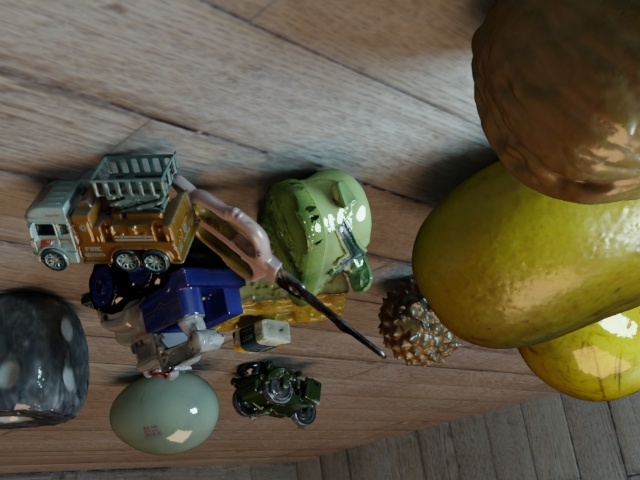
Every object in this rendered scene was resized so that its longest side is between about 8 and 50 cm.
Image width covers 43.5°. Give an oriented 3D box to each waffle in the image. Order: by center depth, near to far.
[{"bbox_3d":[-0.094,0.099,1.318,0.274,0.057,0.168,-6,159,-6],"label":"waffle"}]

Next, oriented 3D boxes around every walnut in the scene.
[{"bbox_3d":[0.227,-0.127,0.655,0.213,0.213,0.213,-7,159,-3],"label":"walnut"}]

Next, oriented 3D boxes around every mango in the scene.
[{"bbox_3d":[0.328,-0.019,0.981,0.445,0.221,0.301,-28,147,21],"label":"mango"}]

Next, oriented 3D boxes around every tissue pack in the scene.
[{"bbox_3d":[-0.098,0.160,1.333,0.062,0.042,0.083,15,150,-42],"label":"tissue pack"}]

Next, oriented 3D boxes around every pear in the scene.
[{"bbox_3d":[0.454,0.134,1.346,0.280,0.281,0.281,-7,159,-3],"label":"pear"}]

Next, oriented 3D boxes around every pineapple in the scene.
[{"bbox_3d":[0.175,0.133,1.378,0.166,0.166,0.193,-12,159,9],"label":"pineapple"}]

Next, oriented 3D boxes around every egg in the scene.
[{"bbox_3d":[-0.345,0.378,1.761,0.264,0.183,0.183,-11,160,25],"label":"egg"}]

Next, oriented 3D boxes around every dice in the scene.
[{"bbox_3d":[-0.473,0.191,1.240,0.182,0.183,0.181,-9,160,5],"label":"dice"}]

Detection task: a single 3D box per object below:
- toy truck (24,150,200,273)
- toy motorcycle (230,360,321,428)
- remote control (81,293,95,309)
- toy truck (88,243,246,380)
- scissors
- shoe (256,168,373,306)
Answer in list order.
[{"bbox_3d":[-0.234,-0.031,0.878,0.177,0.080,0.115,-2,128,10],"label":"toy truck"},{"bbox_3d":[-0.089,0.357,1.904,0.275,0.127,0.205,17,147,-35],"label":"toy motorcycle"},{"bbox_3d":[-0.323,0.112,1.309,0.043,0.027,0.152,-11,158,24],"label":"remote control"},{"bbox_3d":[-0.201,0.095,1.090,0.161,0.177,0.213,3,156,-46],"label":"toy truck"},{"bbox_3d":[-0.051,0.040,0.937,0.024,0.317,0.160,-49,171,-23],"label":"scissors"},{"bbox_3d":[-0.007,0.003,0.992,0.128,0.140,0.262,-11,162,-6],"label":"shoe"}]
